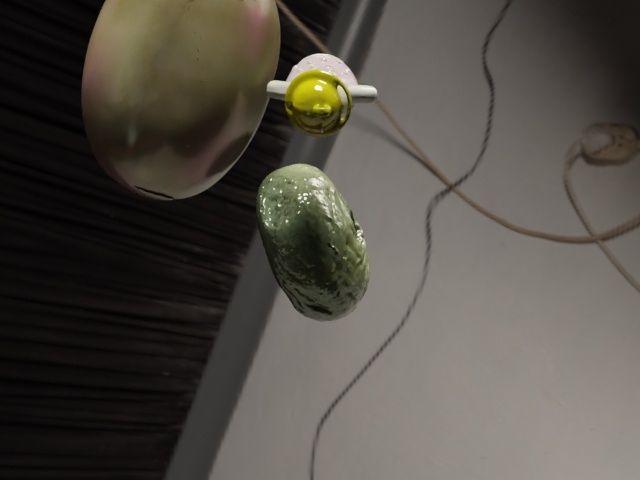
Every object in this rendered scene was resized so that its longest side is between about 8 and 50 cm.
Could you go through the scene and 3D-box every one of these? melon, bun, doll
[{"bbox_3d":[-0.167,-0.206,1.162,0.223,0.223,0.317,28,100,42],"label":"melon"},{"bbox_3d":[-0.001,-0.002,1.297,0.108,0.221,0.221,-16,67,18],"label":"bun"},{"bbox_3d":[0.002,-0.166,1.103,0.207,0.129,0.081,-90,4,-73],"label":"doll"}]
